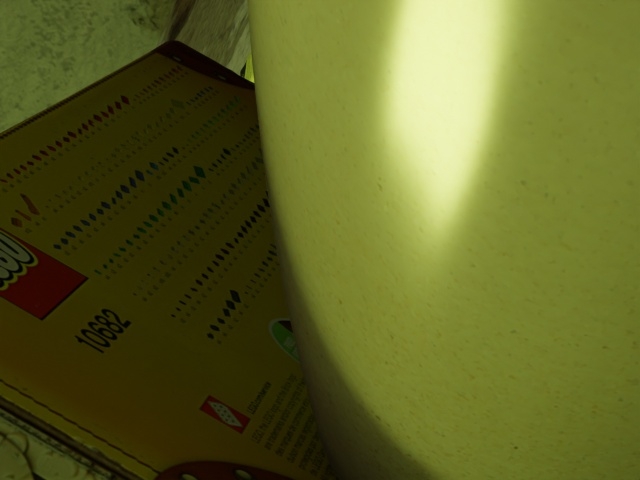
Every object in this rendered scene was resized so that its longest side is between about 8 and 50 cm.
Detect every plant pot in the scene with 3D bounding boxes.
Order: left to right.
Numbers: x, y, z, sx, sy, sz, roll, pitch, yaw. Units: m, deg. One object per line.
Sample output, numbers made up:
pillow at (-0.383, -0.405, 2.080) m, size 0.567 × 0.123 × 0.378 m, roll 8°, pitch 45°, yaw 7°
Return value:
plant pot at (0.086, -0.039, 0.520) m, size 0.256 × 0.256 × 0.274 m, roll -79°, pitch 2°, yaw -50°

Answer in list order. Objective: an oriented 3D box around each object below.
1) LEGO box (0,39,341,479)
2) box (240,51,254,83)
LEGO box at (-0.122, 0.149, 0.808) m, size 0.372 × 0.193 × 0.500 m, roll -60°, pitch -1°, yaw 15°
box at (0.007, -0.203, 1.584) m, size 0.232 × 0.058 × 0.087 m, roll -61°, pitch 12°, yaw 24°
